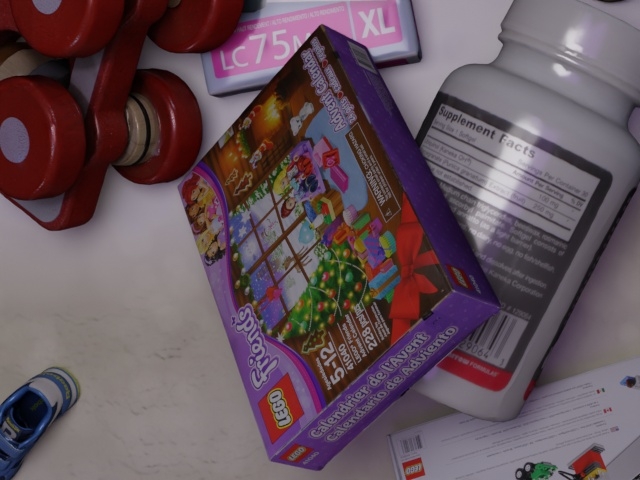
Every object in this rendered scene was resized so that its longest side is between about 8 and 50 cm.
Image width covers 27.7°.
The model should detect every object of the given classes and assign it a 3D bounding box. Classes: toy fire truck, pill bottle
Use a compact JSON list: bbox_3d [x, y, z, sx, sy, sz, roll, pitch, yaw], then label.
[{"bbox_3d":[-0.224,-0.178,1.082,0.254,0.169,0.302,36,119,29],"label":"toy fire truck"},{"bbox_3d":[0.148,-0.032,1.037,0.176,0.176,0.318,27,96,5],"label":"pill bottle"}]

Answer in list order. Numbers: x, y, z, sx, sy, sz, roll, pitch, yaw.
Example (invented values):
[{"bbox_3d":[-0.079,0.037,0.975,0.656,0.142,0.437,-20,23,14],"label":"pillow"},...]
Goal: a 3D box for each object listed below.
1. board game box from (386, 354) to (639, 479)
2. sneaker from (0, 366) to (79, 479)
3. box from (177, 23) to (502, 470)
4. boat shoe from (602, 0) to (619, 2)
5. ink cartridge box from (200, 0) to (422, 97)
[{"bbox_3d":[0.222,0.204,1.054,0.305,0.053,0.193,-18,55,8],"label":"board game box"},{"bbox_3d":[-0.278,0.173,1.159,0.053,0.059,0.144,40,98,1],"label":"sneaker"},{"bbox_3d":[0.000,0.000,1.004,0.201,0.057,0.293,-46,45,25],"label":"box"},{"bbox_3d":[0.171,-0.316,1.063,0.285,0.089,0.104,43,97,3],"label":"boat shoe"},{"bbox_3d":[-0.032,-0.290,1.106,0.186,0.065,0.311,-10,90,7],"label":"ink cartridge box"}]
